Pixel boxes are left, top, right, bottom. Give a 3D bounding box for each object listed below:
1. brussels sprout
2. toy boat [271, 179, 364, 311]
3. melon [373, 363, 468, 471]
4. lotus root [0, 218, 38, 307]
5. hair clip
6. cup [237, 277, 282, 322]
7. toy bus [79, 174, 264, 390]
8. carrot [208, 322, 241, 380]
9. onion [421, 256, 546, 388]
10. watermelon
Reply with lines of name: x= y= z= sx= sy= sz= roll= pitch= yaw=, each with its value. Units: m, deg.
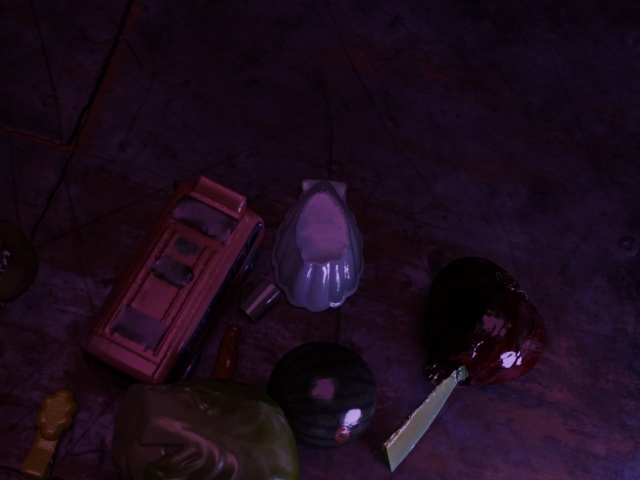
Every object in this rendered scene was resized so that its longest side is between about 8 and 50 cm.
brussels sprout: x=-0.194 y=0.381 z=1.427 sx=0.355 sy=0.289 sz=0.281 roll=37 pitch=30 yaw=-24
toy boat: x=0.000 y=0.000 z=1.744 sx=0.200 sy=0.100 sz=0.290 roll=4 pitch=71 yaw=-6
melon: x=0.190 y=0.333 z=1.601 sx=0.261 sy=0.114 sz=0.053 roll=-51 pitch=58 yaw=7
lotus root: x=-0.677 y=0.034 z=1.656 sx=0.183 sy=0.078 sz=0.203 roll=-39 pitch=80 yaw=-18
hair clip: x=-0.516 y=0.362 z=1.568 sx=0.072 sy=0.046 sz=0.173 roll=20 pitch=66 yaw=-4
cup: x=-0.133 y=0.118 z=1.703 sx=0.075 sy=0.054 sz=0.083 roll=46 pitch=72 yaw=-5
toy bus: x=-0.279 y=0.085 z=1.603 sx=0.203 sy=0.233 sz=0.426 roll=27 pitch=69 yaw=3
carrot: x=-0.197 y=0.274 z=1.639 sx=0.059 sy=0.059 sz=0.247 roll=15 pitch=66 yaw=-2
onion: x=0.319 y=0.159 z=1.669 sx=0.221 sy=0.281 sz=0.280 roll=16 pitch=60 yaw=-49
watermelon: x=0.001 y=0.294 z=1.575 sx=0.212 sy=0.212 sz=0.212 roll=2 pitch=69 yaw=-6
